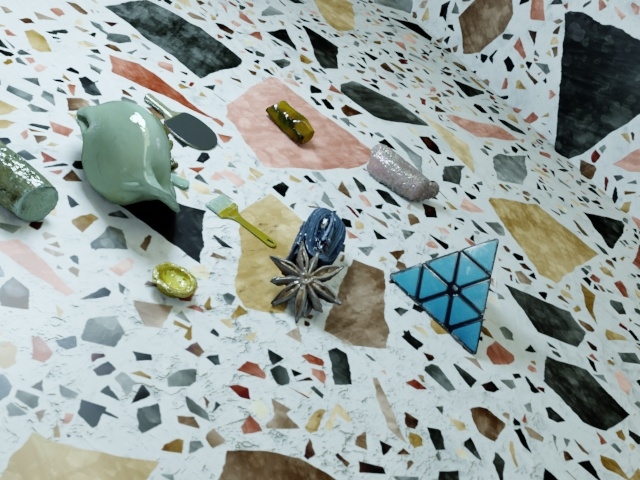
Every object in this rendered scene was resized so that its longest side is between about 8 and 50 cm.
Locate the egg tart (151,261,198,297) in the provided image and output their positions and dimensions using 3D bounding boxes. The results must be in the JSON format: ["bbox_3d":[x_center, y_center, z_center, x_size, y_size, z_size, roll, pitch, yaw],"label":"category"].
[{"bbox_3d":[-0.317,0.091,1.591,0.105,0.039,0.105,21,35,-16],"label":"egg tart"}]

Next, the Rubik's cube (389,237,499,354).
[{"bbox_3d":[0.372,0.132,2.011,0.233,0.229,0.228,-42,28,-19],"label":"Rubik's cube"}]

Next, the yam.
[{"bbox_3d":[-0.651,-0.127,1.546,0.194,0.107,0.107,37,34,6],"label":"yam"}]

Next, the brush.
[{"bbox_3d":[-0.195,-0.046,1.895,0.205,0.011,0.083,37,33,6],"label":"brush"}]

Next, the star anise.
[{"bbox_3d":[-0.035,0.093,1.744,0.195,0.065,0.182,-18,77,-9],"label":"star anise"}]

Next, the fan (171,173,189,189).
[{"bbox_3d":[-0.423,-0.180,1.878,0.193,0.016,0.038,26,33,-11],"label":"fan"}]

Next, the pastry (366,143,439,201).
[{"bbox_3d":[0.264,-0.205,2.394,0.265,0.103,0.112,30,40,0],"label":"pastry"}]

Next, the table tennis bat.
[{"bbox_3d":[-0.400,-0.338,2.097,0.246,0.022,0.138,37,34,5],"label":"table tennis bat"}]

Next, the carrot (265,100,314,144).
[{"bbox_3d":[-0.094,-0.379,2.344,0.173,0.082,0.082,46,36,15],"label":"carrot"}]

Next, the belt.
[{"bbox_3d":[0.000,0.000,1.883,0.122,0.128,0.218,29,34,-6],"label":"belt"}]

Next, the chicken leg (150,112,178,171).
[{"bbox_3d":[-0.419,-0.256,1.942,0.093,0.070,0.178,-5,55,-50],"label":"chicken leg"}]

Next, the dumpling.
[{"bbox_3d":[-0.453,-0.193,1.724,0.212,0.270,0.320,-8,71,-12],"label":"dumpling"}]
